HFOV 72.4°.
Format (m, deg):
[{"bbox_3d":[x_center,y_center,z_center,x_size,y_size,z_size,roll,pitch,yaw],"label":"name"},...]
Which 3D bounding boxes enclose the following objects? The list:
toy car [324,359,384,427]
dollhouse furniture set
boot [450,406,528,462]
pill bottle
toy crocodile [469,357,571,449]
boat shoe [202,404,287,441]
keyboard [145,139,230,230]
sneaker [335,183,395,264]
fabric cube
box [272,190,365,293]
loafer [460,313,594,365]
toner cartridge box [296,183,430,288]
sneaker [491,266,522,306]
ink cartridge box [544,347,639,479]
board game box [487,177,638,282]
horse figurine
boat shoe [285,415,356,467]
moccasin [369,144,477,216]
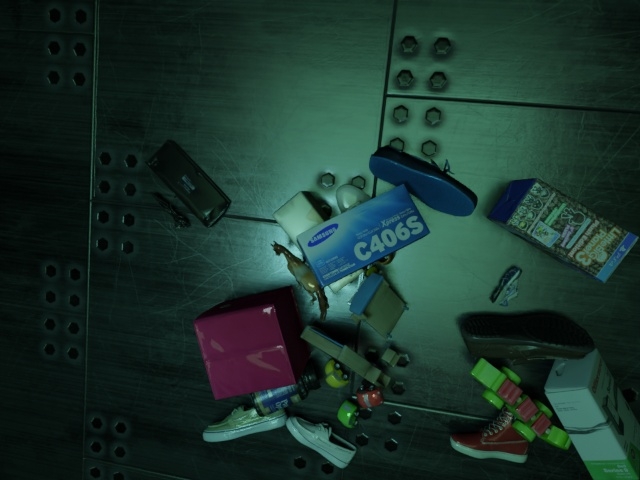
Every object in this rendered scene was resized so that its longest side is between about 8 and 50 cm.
[{"bbox_3d":[0.092,0.532,1.430,0.239,0.053,0.224,23,121,38],"label":"toy car"},{"bbox_3d":[0.142,0.264,1.417,0.286,0.198,0.303,43,74,-36],"label":"dollhouse furniture set"},{"bbox_3d":[0.541,0.594,1.387,0.245,0.088,0.176,6,97,0],"label":"boot"},{"bbox_3d":[-0.116,0.484,1.447,0.219,0.123,0.122,-22,93,-4],"label":"pill bottle"},{"bbox_3d":[0.591,0.487,1.299,0.115,0.105,0.340,-44,86,-9],"label":"toy crocodile"},{"bbox_3d":[-0.264,0.623,1.523,0.303,0.109,0.094,-14,79,2],"label":"boat shoe"},{"bbox_3d":[-0.472,-0.167,1.488,0.201,0.033,0.317,-43,88,5],"label":"keyboard"},{"bbox_3d":[0.143,-0.053,1.355,0.106,0.123,0.290,-35,89,13],"label":"sneaker"},{"bbox_3d":[-0.205,0.313,1.387,0.258,0.254,0.258,-15,94,11],"label":"fabric cube"},{"bbox_3d":[0.000,0.000,1.373,0.121,0.148,0.311,-38,91,10],"label":"box"},{"bbox_3d":[0.619,0.308,1.333,0.366,0.133,0.130,3,124,18],"label":"loafer"},{"bbox_3d":[0.121,-0.012,1.258,0.348,0.075,0.165,-27,81,-7],"label":"toner cartridge box"},{"bbox_3d":[0.585,0.145,1.348,0.058,0.052,0.135,26,108,-5],"label":"sneaker"},{"bbox_3d":[0.788,0.492,1.257,0.122,0.211,0.289,-28,92,43],"label":"ink cartridge box"},{"bbox_3d":[0.652,-0.038,1.217,0.291,0.232,0.141,32,100,4],"label":"board game box"},{"bbox_3d":[-0.047,0.122,1.344,0.066,0.174,0.263,-31,52,-16],"label":"horse figurine"},{"bbox_3d":[0.005,0.662,1.485,0.258,0.095,0.084,35,97,-7],"label":"boat shoe"},{"bbox_3d":[0.315,-0.198,1.297,0.342,0.116,0.137,32,145,8],"label":"moccasin"}]
